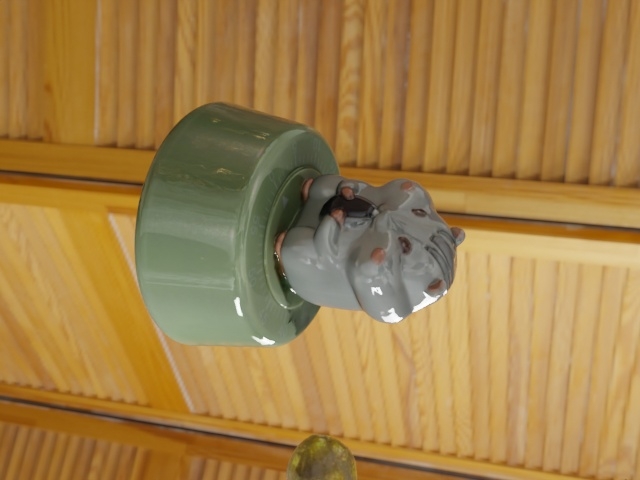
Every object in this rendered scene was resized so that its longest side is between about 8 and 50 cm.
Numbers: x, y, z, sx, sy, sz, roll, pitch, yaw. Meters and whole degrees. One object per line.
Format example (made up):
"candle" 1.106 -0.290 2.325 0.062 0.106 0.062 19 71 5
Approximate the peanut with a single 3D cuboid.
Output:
"peanut" 0.002 0.325 1.053 0.087 0.087 0.206 -35 126 -69

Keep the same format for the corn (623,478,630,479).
"corn" 0.230 0.360 0.850 0.318 0.115 0.115 -43 142 -32

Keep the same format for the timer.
"timer" 0.000 0.000 1.008 0.291 0.315 0.290 -29 123 -58
